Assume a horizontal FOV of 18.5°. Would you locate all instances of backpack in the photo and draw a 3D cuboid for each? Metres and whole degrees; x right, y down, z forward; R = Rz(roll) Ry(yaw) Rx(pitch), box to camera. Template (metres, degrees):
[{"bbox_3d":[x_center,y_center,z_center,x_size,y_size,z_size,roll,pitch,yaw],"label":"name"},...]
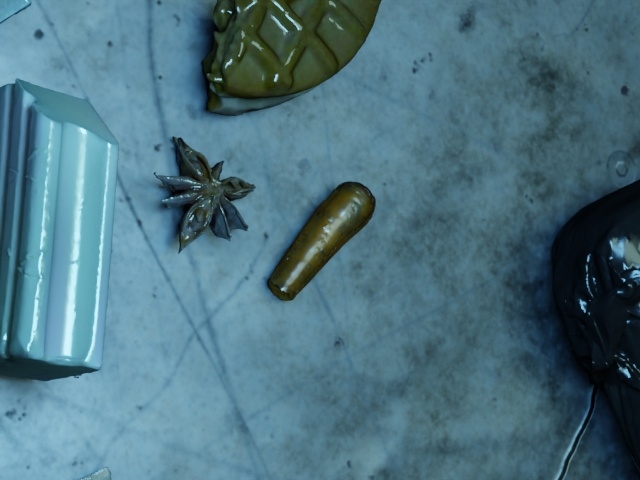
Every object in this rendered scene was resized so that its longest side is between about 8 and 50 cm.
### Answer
[{"bbox_3d":[0.475,0.134,2.341,0.363,0.255,0.445,-23,97,-26],"label":"backpack"}]

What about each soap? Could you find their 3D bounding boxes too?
[{"bbox_3d":[-0.276,-0.011,1.942,0.095,0.173,0.289,10,76,-31],"label":"soap"}]

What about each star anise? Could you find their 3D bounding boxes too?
[{"bbox_3d":[-0.130,-0.038,2.102,0.124,0.056,0.129,32,52,-21],"label":"star anise"}]

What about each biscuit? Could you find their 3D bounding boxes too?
[{"bbox_3d":[-0.061,-0.334,2.162,0.268,0.115,0.366,-16,92,-33],"label":"biscuit"}]

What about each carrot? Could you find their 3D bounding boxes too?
[{"bbox_3d":[0.000,0.000,2.184,0.055,0.055,0.161,48,69,-16],"label":"carrot"}]

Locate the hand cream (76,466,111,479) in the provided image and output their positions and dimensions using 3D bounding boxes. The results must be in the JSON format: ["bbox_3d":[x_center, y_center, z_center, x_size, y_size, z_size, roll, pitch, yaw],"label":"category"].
[{"bbox_3d":[-0.219,0.332,1.998,0.087,0.054,0.186,-21,87,-28],"label":"hand cream"}]

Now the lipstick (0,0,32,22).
[{"bbox_3d":[-0.431,-0.179,1.936,0.317,0.068,0.066,-38,103,-30],"label":"lipstick"}]
